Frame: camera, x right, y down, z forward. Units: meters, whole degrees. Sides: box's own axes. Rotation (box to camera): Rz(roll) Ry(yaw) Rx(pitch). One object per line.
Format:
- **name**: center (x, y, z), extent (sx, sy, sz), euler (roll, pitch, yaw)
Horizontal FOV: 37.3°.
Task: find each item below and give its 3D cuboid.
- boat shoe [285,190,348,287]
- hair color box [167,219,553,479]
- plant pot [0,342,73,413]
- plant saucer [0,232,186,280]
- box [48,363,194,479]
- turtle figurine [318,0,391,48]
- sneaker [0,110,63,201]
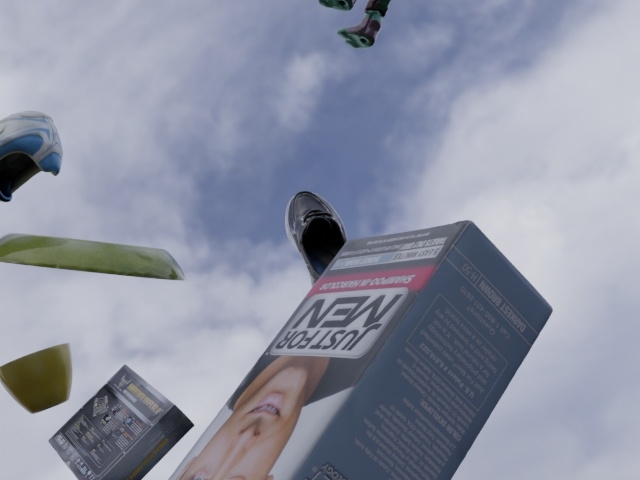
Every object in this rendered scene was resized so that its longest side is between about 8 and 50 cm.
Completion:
- **boat shoe**: center (0.000, 0.000, 1.257), extent (0.080, 0.228, 0.076), euler (-9, -45, -5)
- **hair color box**: center (0.001, 0.163, 0.737), extent (0.113, 0.185, 0.374), euler (44, -114, -18)
- **plant pot**: center (-0.490, 0.248, 1.666), extent (0.134, 0.095, 0.134), euler (-22, -6, -3)
- **plant saucer**: center (-0.279, 0.018, 1.133), extent (0.241, 0.241, 0.037), euler (9, -93, -36)
- **box**: center (-0.326, 0.311, 1.531), extent (0.183, 0.231, 0.056), euler (-45, -61, -17)
- **turtle figurine**: center (0.088, -0.394, 1.339), extent (0.175, 0.118, 0.234), euler (43, -115, -29)
- **sneaker**: center (-0.402, -0.071, 1.081), extent (0.237, 0.086, 0.085), euler (-22, -24, 13)
